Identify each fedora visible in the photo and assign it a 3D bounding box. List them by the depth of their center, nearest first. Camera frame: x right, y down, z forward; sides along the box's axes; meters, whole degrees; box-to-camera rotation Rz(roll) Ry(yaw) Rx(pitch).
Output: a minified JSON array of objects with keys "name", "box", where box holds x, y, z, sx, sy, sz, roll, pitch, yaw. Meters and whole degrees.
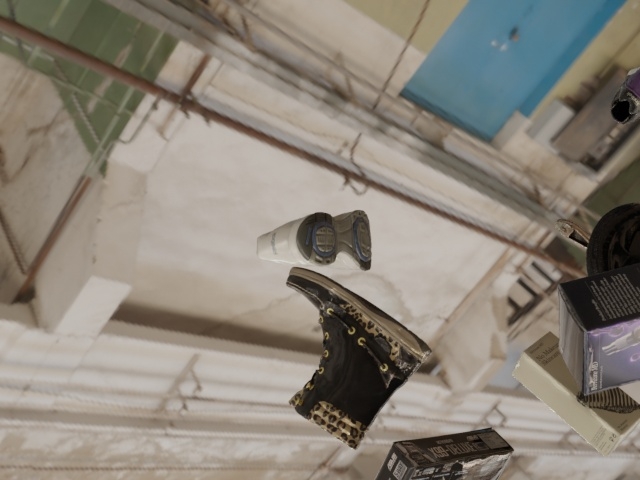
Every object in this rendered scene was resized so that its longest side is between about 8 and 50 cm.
[{"name":"fedora","box":[0.646,0.089,1.590,0.334,0.152,0.334,6,-122,-9]}]

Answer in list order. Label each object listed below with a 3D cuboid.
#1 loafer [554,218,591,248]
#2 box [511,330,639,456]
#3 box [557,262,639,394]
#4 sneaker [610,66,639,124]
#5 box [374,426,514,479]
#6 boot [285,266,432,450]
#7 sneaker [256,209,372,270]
[{"name":"loafer","box":[0.698,-0.018,2.196,0.125,0.045,0.039,32,-136,22]},{"name":"box","box":[0.576,0.340,1.796,0.113,0.094,0.275,-29,-123,-33]},{"name":"box","box":[0.477,0.127,1.215,0.108,0.207,0.153,-104,-2,-50]},{"name":"sneaker","box":[0.683,-0.311,1.763,0.107,0.124,0.283,50,-173,12]},{"name":"box","box":[0.231,0.514,1.641,0.307,0.242,0.076,3,-152,-39]},{"name":"boot","box":[0.022,0.250,1.761,0.377,0.284,0.138,31,176,21]},{"name":"sneaker","box":[0.000,0.000,1.406,0.297,0.129,0.111,10,-104,-60]}]
